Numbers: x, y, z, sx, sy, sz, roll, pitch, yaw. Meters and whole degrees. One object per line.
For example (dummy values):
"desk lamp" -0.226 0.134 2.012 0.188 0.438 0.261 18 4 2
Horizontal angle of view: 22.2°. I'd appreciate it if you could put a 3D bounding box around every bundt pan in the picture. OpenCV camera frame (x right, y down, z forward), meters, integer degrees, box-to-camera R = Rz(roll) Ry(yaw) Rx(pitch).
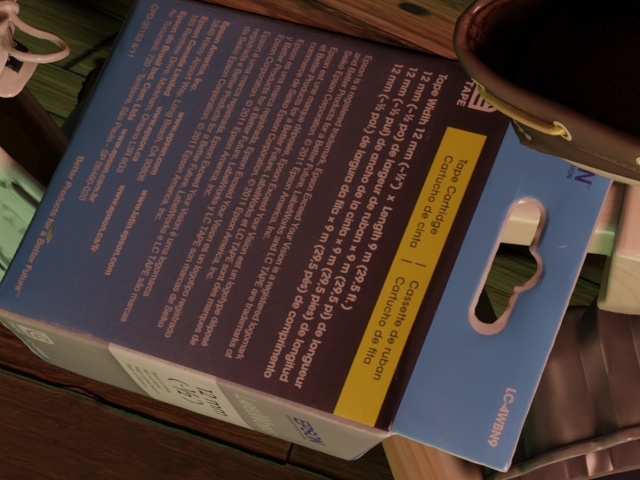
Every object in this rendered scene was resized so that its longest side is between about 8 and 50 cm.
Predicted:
"bundt pan" 0.274 0.107 1.314 0.331 0.124 0.331 -12 167 -3

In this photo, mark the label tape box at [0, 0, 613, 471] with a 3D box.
"label tape box" 0.000 0.000 1.046 0.348 0.249 0.115 16 160 18

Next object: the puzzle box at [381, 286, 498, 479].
"puzzle box" 0.122 0.145 1.490 0.052 0.409 0.272 -33 146 21

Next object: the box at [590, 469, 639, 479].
"box" 0.431 0.374 1.822 0.297 0.471 0.480 16 172 19

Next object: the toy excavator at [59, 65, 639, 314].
"toy excavator" 0.012 -0.012 1.234 0.433 0.222 0.445 19 163 -14

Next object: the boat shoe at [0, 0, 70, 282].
"boat shoe" -0.240 -0.120 1.098 0.156 0.136 0.367 -19 120 20

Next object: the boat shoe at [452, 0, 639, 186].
"boat shoe" 0.195 -0.067 0.722 0.097 0.116 0.324 22 177 -41
